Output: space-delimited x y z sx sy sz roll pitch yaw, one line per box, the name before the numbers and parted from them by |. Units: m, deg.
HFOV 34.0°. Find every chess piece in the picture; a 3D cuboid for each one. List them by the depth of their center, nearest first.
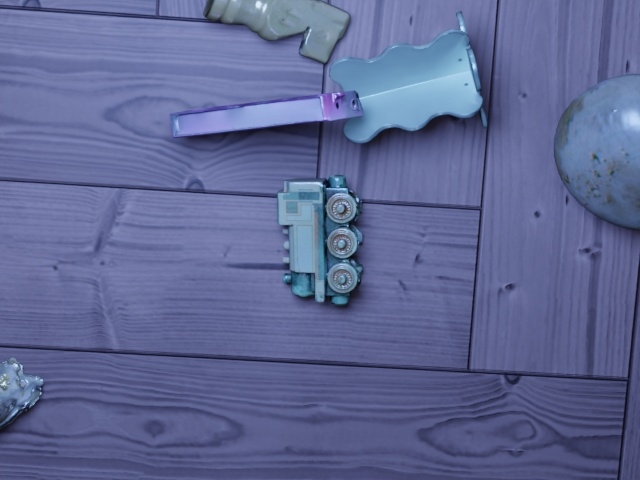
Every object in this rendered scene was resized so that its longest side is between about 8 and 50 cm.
chess piece | -0.060 -0.326 1.500 0.200 0.090 0.090 19 96 -16

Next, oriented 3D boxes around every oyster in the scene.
oyster | -0.502 0.259 1.567 0.200 0.061 0.106 -30 79 -1

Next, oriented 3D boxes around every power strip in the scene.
power strip | -0.077 -0.173 1.439 0.279 0.109 0.037 -2 99 31

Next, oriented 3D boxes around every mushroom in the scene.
mushroom | 0.462 -0.145 1.489 0.243 0.243 0.243 0 97 -2

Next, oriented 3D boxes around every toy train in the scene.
toy train | 0.000 0.000 1.538 0.125 0.081 0.194 1 99 8

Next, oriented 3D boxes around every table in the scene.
table | 0.121 -0.218 1.483 0.198 0.166 0.166 -13 97 8
